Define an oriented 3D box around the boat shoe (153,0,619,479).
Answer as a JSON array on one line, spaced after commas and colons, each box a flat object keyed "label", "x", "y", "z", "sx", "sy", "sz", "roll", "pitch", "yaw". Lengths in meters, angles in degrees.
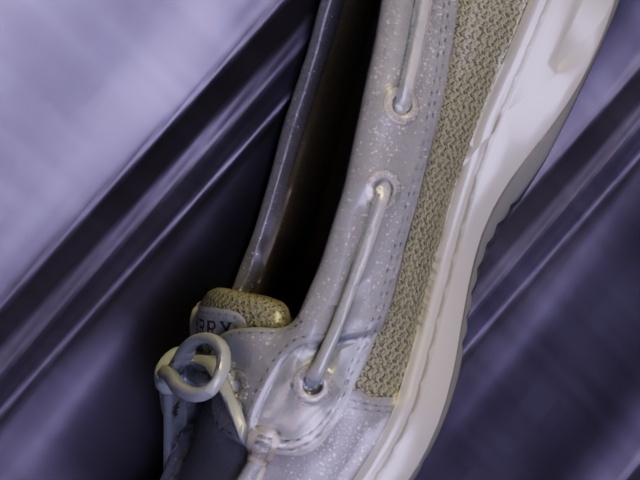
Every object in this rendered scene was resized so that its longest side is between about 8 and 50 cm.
[{"label": "boat shoe", "x": 0.001, "y": -0.001, "z": 0.602, "sx": 0.103, "sy": 0.118, "sz": 0.320, "roll": 27, "pitch": 88, "yaw": -19}]
